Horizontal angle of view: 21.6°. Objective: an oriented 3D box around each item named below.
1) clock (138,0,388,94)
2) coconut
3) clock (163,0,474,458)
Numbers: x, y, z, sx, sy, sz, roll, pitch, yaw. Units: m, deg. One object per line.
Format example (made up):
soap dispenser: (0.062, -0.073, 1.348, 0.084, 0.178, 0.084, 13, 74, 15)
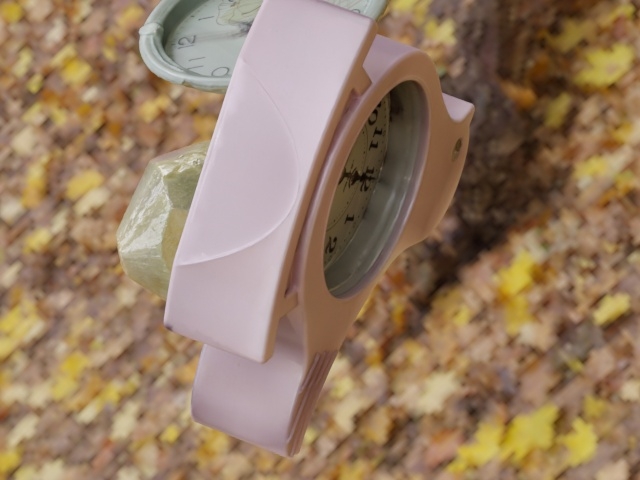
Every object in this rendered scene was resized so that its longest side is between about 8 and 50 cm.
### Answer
clock: (-0.047, -0.193, 1.538, 0.236, 0.053, 0.236, -12, 38, 9)
coconut: (-0.159, -0.017, 2.194, 0.237, 0.237, 0.197, -42, 32, 3)
clock: (0.000, 0.000, 1.133, 0.275, 0.080, 0.290, 10, -80, -68)
